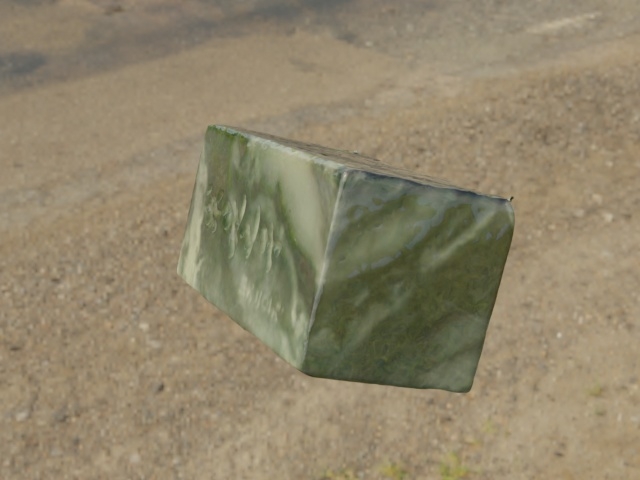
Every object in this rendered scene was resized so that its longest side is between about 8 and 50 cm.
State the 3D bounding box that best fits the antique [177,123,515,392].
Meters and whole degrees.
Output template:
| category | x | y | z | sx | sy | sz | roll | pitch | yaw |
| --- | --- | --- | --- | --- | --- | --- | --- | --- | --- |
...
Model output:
| category | x | y | z | sx | sy | sz | roll | pitch | yaw |
| --- | --- | --- | --- | --- | --- | --- | --- | --- | --- |
| antique | 0.000 | 0.000 | 0.516 | 0.086 | 0.088 | 0.183 | 10 | 7 | -27 |
